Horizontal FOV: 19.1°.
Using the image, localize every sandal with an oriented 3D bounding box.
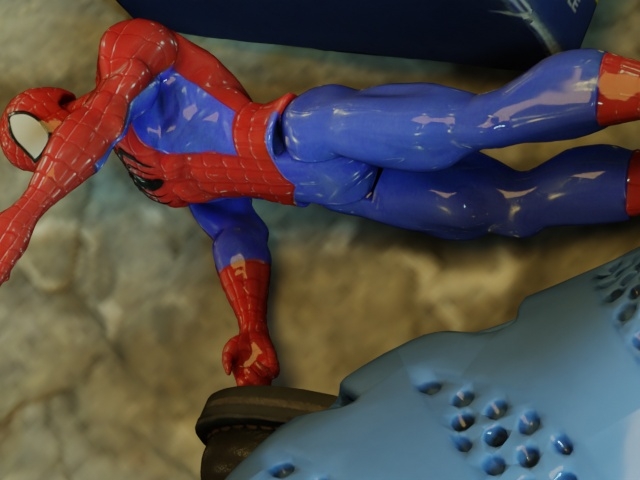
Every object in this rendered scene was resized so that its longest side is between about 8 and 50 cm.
[{"bbox_3d":[0.098,0.026,0.436,0.317,0.138,0.126,-29,59,-23],"label":"sandal"}]

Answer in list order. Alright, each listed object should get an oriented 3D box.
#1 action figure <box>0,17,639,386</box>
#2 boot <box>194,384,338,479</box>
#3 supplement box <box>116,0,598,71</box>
[{"bbox_3d":[0.000,0.000,0.593,0.280,0.091,0.139,9,57,29],"label":"action figure"},{"bbox_3d":[0.013,0.179,0.498,0.263,0.091,0.229,29,79,32],"label":"boot"},{"bbox_3d":[0.027,-0.264,0.648,0.195,0.194,0.356,10,70,35],"label":"supplement box"}]
